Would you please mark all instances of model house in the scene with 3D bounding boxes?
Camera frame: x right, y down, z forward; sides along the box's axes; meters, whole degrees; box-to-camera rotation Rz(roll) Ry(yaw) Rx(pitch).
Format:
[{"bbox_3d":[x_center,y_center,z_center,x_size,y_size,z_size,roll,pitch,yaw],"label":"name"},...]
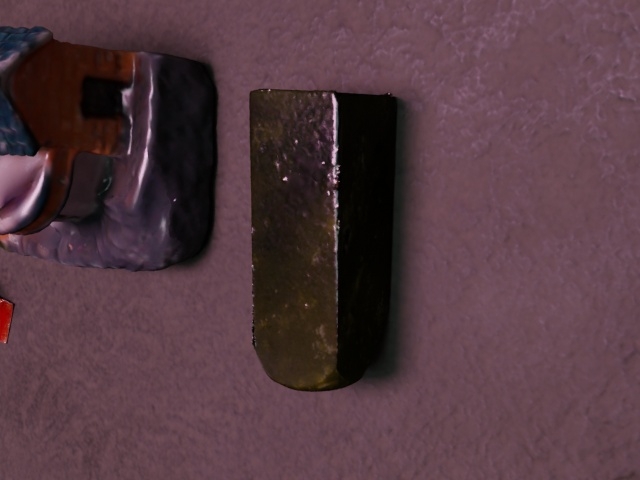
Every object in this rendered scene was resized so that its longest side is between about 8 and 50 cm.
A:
[{"bbox_3d":[-0.277,-0.074,0.710,0.271,0.301,0.190,7,93,33],"label":"model house"}]

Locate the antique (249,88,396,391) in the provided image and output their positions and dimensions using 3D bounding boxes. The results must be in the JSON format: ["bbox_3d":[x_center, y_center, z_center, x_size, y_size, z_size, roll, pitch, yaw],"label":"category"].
[{"bbox_3d":[0.000,0.000,0.660,0.081,0.080,0.221,7,101,33],"label":"antique"}]

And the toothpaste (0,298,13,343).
[{"bbox_3d":[-0.406,0.052,0.956,0.190,0.031,0.048,23,108,20],"label":"toothpaste"}]
